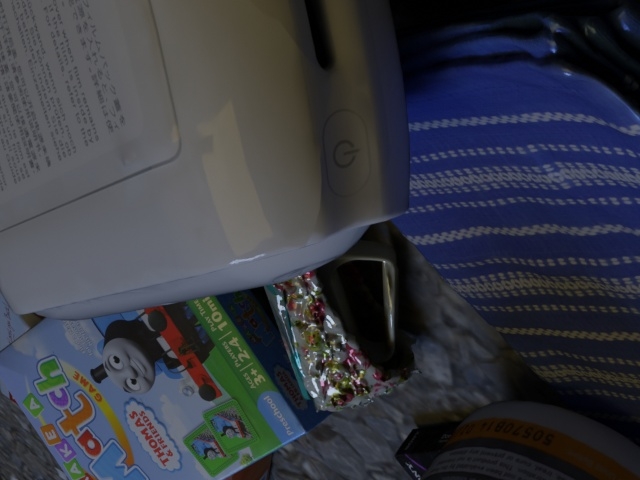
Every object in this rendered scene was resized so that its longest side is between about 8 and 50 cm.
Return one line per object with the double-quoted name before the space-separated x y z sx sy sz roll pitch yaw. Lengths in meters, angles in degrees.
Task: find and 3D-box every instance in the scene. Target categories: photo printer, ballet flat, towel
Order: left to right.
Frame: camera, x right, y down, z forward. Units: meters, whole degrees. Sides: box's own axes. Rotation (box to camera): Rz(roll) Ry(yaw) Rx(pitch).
"photo printer" -0.082 -0.099 0.592 0.307 0.107 0.256 -15 92 61
"ballet flat" 0.000 0.000 0.774 0.077 0.091 0.241 -9 132 15
"towel" 0.131 0.029 0.609 0.336 0.040 0.243 45 158 -24

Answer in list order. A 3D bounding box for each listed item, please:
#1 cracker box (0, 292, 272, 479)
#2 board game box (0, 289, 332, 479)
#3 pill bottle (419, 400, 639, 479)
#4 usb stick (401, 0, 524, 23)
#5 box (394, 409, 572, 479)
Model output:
"cracker box" -0.144 0.116 1.063 0.232 0.067 0.156 32 145 16
"board game box" -0.114 0.097 0.941 0.211 0.039 0.160 -35 90 37
"pill bottle" 0.071 0.228 0.695 0.162 0.278 0.162 29 149 20
"usb stick" 0.072 -0.103 0.588 0.278 0.045 0.077 48 156 -8
"box" 0.131 0.159 0.845 0.116 0.029 0.162 52 148 -14
